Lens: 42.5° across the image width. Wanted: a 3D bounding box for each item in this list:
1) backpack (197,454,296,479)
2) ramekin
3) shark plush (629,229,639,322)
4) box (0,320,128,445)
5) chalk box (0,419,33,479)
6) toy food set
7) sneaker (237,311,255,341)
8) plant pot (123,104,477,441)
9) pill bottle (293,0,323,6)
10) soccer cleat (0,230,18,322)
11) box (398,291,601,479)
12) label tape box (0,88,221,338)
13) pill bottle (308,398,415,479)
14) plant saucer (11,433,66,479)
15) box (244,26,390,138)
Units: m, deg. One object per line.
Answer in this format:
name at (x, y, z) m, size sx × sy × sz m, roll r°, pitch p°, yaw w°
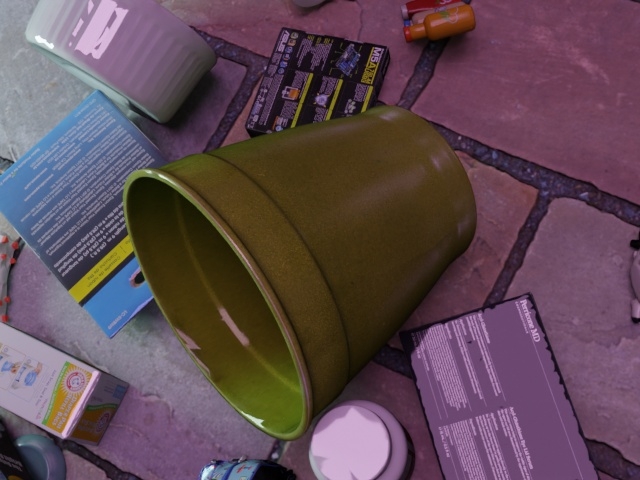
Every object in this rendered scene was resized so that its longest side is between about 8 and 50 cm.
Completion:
backpack at (-0.111, 0.355, 1.055) m, size 0.117 × 0.173 × 0.158 m, roll 6°, pitch 74°, yaw 13°
ramekin at (-0.310, -0.296, 1.258) m, size 0.277 × 0.277 × 0.135 m, roll 29°, pitch 87°, yaw 18°
shark plush at (0.457, 0.050, 1.126) m, size 0.067 × 0.073 × 0.161 m, roll 2°, pitch 50°, yaw -8°
box at (-0.401, 0.205, 1.190) m, size 0.203 × 0.114 × 0.103 m, roll 22°, pitch 76°, yaw 16°
chalk box at (-0.506, 0.344, 1.084) m, size 0.179 × 0.180 × 0.289 m, roll -46°, pitch 47°, yaw -5°
toy food set at (0.163, -0.400, 1.280) m, size 0.104 × 0.111 × 0.232 m, roll -14°, pitch 72°, yaw 6°
sneaker at (-0.134, 0.108, 1.209) m, size 0.067 × 0.064 × 0.175 m, roll -49°, pitch 65°, yaw 17°
plant pot at (0.000, 0.000, 1.051) m, size 0.353 × 0.366 × 0.366 m, roll -32°, pitch 67°, yaw -26°
pill bottle at (-0.046, -0.480, 1.347) m, size 0.112 × 0.112 × 0.186 m, roll -28°, pitch 69°, yaw 1°
soccer cleat at (-0.529, 0.077, 1.287) m, size 0.076 × 0.068 × 0.196 m, roll -4°, pitch 64°, yaw 15°
box at (0.230, 0.223, 1.070) m, size 0.184 × 0.103 × 0.261 m, roll -18°, pitch 69°, yaw 8°
label tape box at (-0.312, -0.034, 1.256) m, size 0.240 × 0.106 × 0.334 m, roll -43°, pitch 70°, yaw -5°
pill bottle at (0.052, 0.264, 1.030) m, size 0.121 × 0.216 × 0.121 m, roll -3°, pitch 71°, yaw 10°
plant saucer at (-0.432, 0.343, 1.201) m, size 0.119 × 0.021 × 0.119 m, roll -3°, pitch 72°, yaw 10°
box at (-0.004, -0.233, 1.295) m, size 0.184 × 0.045 × 0.190 m, roll 14°, pitch 75°, yaw 13°
